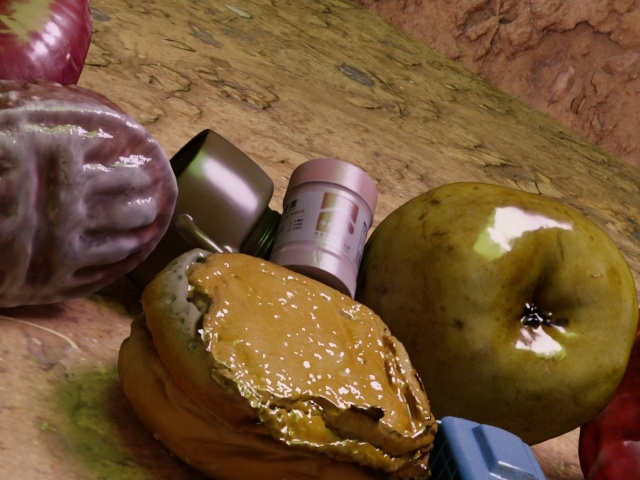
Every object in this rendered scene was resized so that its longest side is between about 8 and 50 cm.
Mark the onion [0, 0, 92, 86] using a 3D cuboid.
[{"bbox_3d":[-0.431,-0.217,1.813,0.347,0.285,0.348,0,51,0],"label":"onion"}]

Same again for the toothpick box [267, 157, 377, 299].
[{"bbox_3d":[0.000,0.000,1.660,0.098,0.098,0.149,23,51,-11],"label":"toothpick box"}]

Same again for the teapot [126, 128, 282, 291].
[{"bbox_3d":[-0.114,0.001,1.713,0.175,0.185,0.268,39,3,-12],"label":"teapot"}]

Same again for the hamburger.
[{"bbox_3d":[-0.043,0.137,1.480,0.318,0.158,0.319,25,18,-9],"label":"hamburger"}]

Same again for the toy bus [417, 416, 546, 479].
[{"bbox_3d":[0.152,0.264,1.442,0.116,0.134,0.234,21,19,-16],"label":"toy bus"}]

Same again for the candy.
[{"bbox_3d":[-0.291,-0.049,1.541,0.289,0.214,0.157,-4,28,-30],"label":"candy"}]

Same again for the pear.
[{"bbox_3d":[0.175,0.088,1.713,0.304,0.304,0.304,24,18,-8],"label":"pear"}]

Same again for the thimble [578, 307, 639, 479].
[{"bbox_3d":[0.467,0.208,1.722,0.230,0.350,0.350,11,24,-42],"label":"thimble"}]

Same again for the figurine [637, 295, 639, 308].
[{"bbox_3d":[0.395,0.080,2.270,0.236,0.141,0.162,25,13,-5],"label":"figurine"}]
